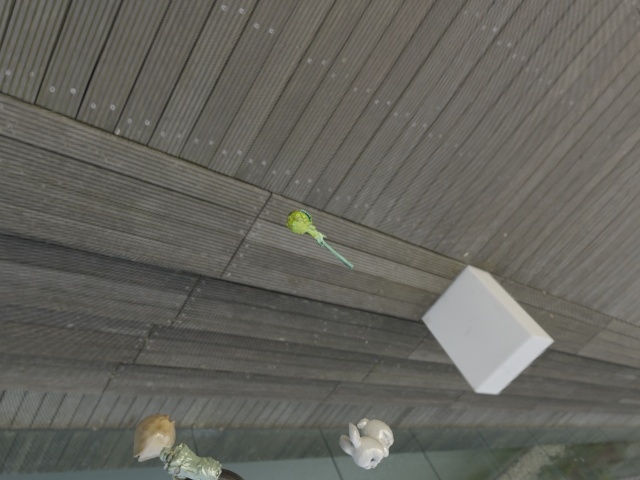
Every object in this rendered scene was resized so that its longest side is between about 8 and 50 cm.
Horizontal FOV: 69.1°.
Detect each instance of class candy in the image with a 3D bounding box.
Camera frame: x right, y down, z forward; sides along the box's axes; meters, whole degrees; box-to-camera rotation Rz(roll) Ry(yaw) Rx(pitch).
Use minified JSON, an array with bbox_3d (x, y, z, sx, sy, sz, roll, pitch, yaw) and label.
[{"bbox_3d":[0.002,-0.002,1.451,0.077,0.262,0.073,-42,169,-45],"label":"candy"}]

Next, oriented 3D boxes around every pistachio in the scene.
[{"bbox_3d":[-0.530,0.625,1.476,0.152,0.126,0.223,-48,179,-32],"label":"pistachio"}]

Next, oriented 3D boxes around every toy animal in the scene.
[{"bbox_3d":[0.184,0.784,1.816,0.193,0.178,0.127,-12,143,-45],"label":"toy animal"}]

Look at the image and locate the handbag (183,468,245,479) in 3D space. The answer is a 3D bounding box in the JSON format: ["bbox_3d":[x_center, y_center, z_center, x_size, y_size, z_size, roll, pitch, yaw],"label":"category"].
[{"bbox_3d":[-0.282,0.744,1.172,0.254,0.307,0.093,-1,144,-11],"label":"handbag"}]

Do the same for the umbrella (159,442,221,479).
[{"bbox_3d":[-0.288,0.490,1.018,0.062,0.144,0.067,71,37,-67],"label":"umbrella"}]

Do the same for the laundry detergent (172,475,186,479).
[{"bbox_3d":[-0.483,0.955,1.790,0.099,0.070,0.225,-4,128,17],"label":"laundry detergent"}]
